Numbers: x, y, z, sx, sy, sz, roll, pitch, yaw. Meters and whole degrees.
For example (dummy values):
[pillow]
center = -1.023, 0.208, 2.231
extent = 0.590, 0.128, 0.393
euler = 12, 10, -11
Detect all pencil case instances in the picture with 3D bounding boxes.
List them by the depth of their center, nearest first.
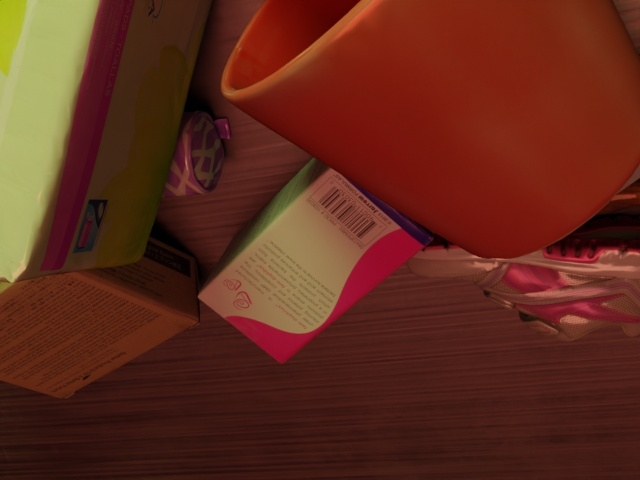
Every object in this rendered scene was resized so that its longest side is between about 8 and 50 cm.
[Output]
[pencil case]
center = -0.197, -0.083, 0.899
extent = 0.206, 0.088, 0.086
euler = 2, 118, 16

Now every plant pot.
[plant pot]
center = 0.103, -0.132, 0.697
extent = 0.275, 0.275, 0.243
euler = -35, 117, 31

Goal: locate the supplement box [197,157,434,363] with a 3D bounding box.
[supplement box]
center = 0.000, 0.000, 0.880
extent = 0.111, 0.114, 0.220
euler = 41, 122, -12

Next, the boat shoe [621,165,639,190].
[boat shoe]
center = 0.277, -0.107, 0.755
extent = 0.228, 0.076, 0.080
euler = -37, 122, 25

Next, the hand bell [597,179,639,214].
[hand bell]
center = 0.296, -0.040, 0.791
extent = 0.242, 0.126, 0.126
euler = -2, 121, 30

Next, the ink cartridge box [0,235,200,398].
[ink cartridge box]
center = -0.275, 0.066, 0.968
extent = 0.234, 0.088, 0.193
euler = -30, 141, 29

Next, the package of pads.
[package of pads]
center = -0.183, -0.122, 0.731
extent = 0.101, 0.229, 0.297
euler = 17, 95, 10

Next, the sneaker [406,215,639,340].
[sneaker]
center = 0.199, 0.038, 0.844
extent = 0.252, 0.103, 0.111
euler = 6, 114, 15
